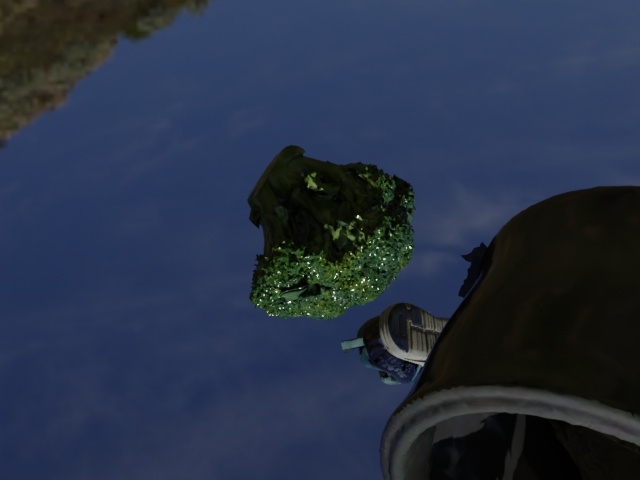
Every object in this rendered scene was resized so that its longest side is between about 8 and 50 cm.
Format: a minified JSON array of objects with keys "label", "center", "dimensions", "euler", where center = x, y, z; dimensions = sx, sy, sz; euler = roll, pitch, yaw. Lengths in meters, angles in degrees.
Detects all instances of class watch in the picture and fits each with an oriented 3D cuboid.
[{"label":"watch","center":[0.189,0.146,0.788],"dimensions":[0.314,0.327,0.335],"euler":[-53,-169,-32]}]

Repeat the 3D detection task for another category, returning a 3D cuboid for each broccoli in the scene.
[{"label":"broccoli","center":[0.000,0.000,1.240],"dimensions":[0.156,0.195,0.195],"euler":[37,-160,-12]}]

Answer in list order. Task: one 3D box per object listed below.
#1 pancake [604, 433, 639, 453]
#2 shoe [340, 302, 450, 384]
[{"label":"pancake","center":[0.380,0.238,1.105],"dimensions":[0.382,0.071,0.382],"euler":[10,-128,-13]},{"label":"shoe","center":[0.119,0.146,1.769],"dimensions":[0.106,0.091,0.207],"euler":[-24,147,33]}]
